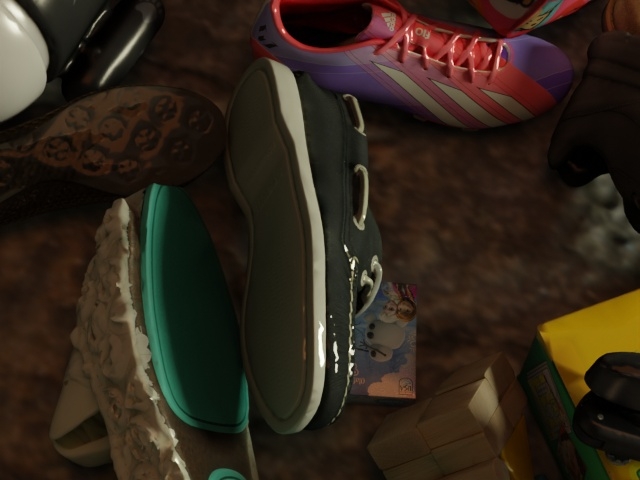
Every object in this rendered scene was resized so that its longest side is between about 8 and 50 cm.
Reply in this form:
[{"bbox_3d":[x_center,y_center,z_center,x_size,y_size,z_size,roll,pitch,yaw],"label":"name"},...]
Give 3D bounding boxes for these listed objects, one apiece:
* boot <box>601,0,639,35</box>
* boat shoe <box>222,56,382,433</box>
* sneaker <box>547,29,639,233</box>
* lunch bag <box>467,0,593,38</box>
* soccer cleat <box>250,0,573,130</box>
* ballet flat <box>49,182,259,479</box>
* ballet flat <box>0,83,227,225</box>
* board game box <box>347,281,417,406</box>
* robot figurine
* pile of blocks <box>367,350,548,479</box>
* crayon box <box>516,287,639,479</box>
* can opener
[{"bbox_3d":[0.373,-0.176,1.316,0.305,0.115,0.112,4,65,-3],"label":"boot"},{"bbox_3d":[0.000,0.000,1.165,0.091,0.114,0.302,15,52,-26],"label":"boat shoe"},{"bbox_3d":[0.284,-0.051,1.213,0.286,0.109,0.130,25,79,47],"label":"sneaker"},{"bbox_3d":[0.224,-0.301,1.254,0.120,0.293,0.258,42,43,14],"label":"lunch bag"},{"bbox_3d":[0.071,-0.140,1.276,0.248,0.095,0.083,7,64,-2],"label":"soccer cleat"},{"bbox_3d":[-0.108,0.154,1.100,0.147,0.147,0.409,-11,65,-11],"label":"ballet flat"},{"bbox_3d":[-0.190,-0.052,1.219,0.250,0.058,0.084,-18,89,-9],"label":"ballet flat"},{"bbox_3d":[0.023,0.071,1.208,0.090,0.020,0.090,3,64,-3],"label":"board game box"},{"bbox_3d":[-0.235,-0.208,1.239,0.209,0.173,0.278,18,62,21],"label":"robot figurine"},{"bbox_3d":[0.097,0.252,1.096,0.113,0.149,0.362,-24,48,30],"label":"pile of blocks"},{"bbox_3d":[0.349,0.180,1.140,0.313,0.106,0.363,-18,67,-14],"label":"crayon box"},{"bbox_3d":[0.247,0.127,1.070,0.186,0.073,0.059,20,57,-3],"label":"can opener"}]
